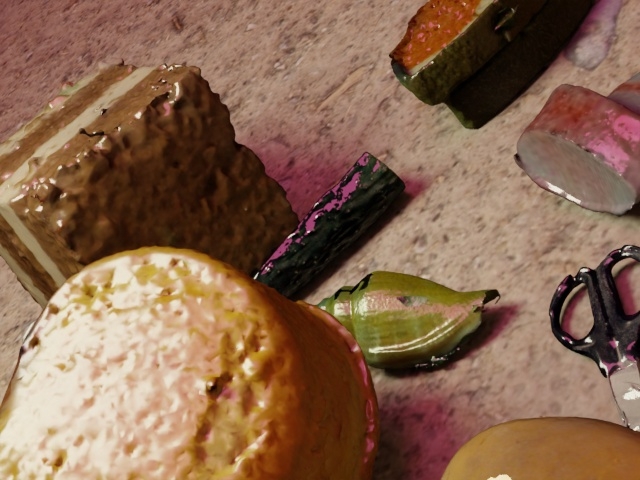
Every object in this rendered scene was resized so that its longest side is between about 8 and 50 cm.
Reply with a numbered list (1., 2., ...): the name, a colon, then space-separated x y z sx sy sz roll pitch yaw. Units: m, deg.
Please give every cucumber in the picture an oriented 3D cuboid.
1. cucumber: 0.002 0.002 1.630 0.211 0.062 0.078 -50 -4 -7

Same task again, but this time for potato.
1. potato: 0.181 0.201 1.065 0.234 0.146 0.150 8 86 53

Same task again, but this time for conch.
1. conch: 0.069 0.077 1.432 0.201 0.079 0.095 7 71 42

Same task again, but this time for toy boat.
1. toy boat: 0.336 -0.139 1.433 0.282 0.096 0.206 -37 33 -23

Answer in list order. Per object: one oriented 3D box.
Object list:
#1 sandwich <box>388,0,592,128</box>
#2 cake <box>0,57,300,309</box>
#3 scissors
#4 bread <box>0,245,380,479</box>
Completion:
1. sandwich: 0.183 -0.239 1.712 0.212 0.109 0.292 -15 34 48
2. cake: -0.222 -0.032 1.721 0.256 0.282 0.290 -43 24 -20
3. scissors: 0.246 0.110 1.224 0.109 0.022 0.300 -32 30 21
4. bread: -0.136 0.184 1.280 0.337 0.204 0.358 6 68 31
